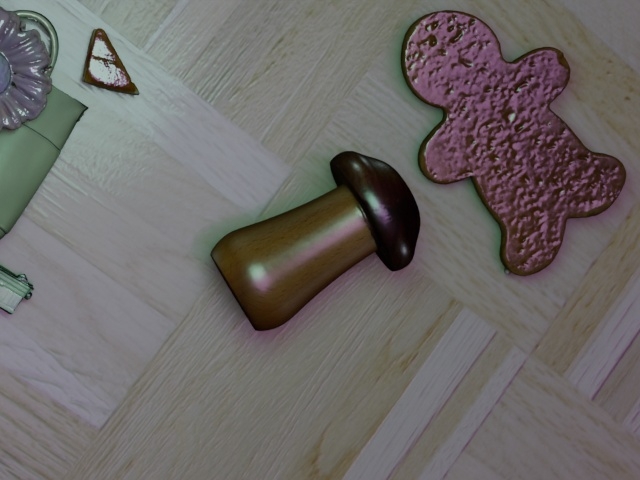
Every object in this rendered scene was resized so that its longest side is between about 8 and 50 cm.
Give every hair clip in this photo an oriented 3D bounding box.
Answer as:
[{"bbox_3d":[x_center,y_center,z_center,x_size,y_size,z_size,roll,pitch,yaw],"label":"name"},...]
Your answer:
[{"bbox_3d":[-0.440,-0.287,1.480,0.173,0.069,0.300,-1,78,-24],"label":"hair clip"}]

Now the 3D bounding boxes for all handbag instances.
[{"bbox_3d":[-0.460,-0.170,1.540,0.241,0.109,0.315,28,73,-18],"label":"handbag"}]

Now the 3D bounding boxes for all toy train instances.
[{"bbox_3d":[-0.446,0.061,1.571,0.093,0.038,0.056,34,87,-17],"label":"toy train"}]

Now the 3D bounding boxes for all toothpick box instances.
[{"bbox_3d":[0.000,0.000,1.627,0.294,0.192,0.192,-30,103,-7],"label":"toothpick box"}]

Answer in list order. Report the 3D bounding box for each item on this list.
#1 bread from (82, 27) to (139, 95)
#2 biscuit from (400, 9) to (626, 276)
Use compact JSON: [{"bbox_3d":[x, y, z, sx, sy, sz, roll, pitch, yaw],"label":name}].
[{"bbox_3d":[-0.305,-0.237,1.583,0.062,0.043,0.109,-35,105,-13],"label":"bread"},{"bbox_3d":[0.279,-0.175,1.754,0.283,0.064,0.432,-42,104,0],"label":"biscuit"}]
